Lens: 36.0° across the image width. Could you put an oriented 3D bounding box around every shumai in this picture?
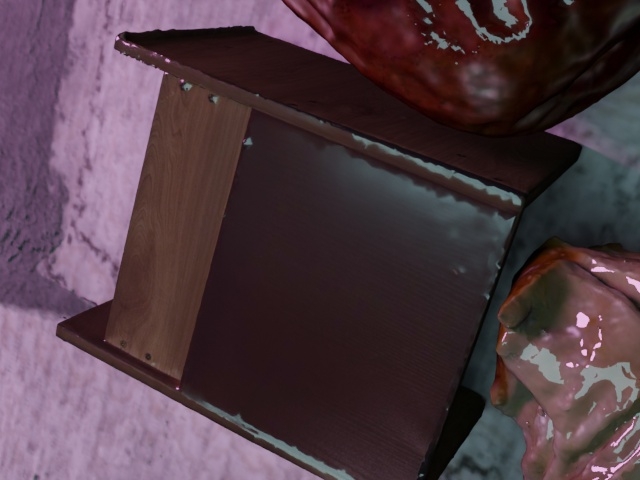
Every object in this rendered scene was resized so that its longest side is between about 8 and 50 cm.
[{"bbox_3d":[0.144,0.061,0.454,0.120,0.201,0.201,50,121,31],"label":"shumai"}]

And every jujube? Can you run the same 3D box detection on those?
[{"bbox_3d":[0.052,-0.168,0.444,0.183,0.183,0.243,-43,70,30],"label":"jujube"}]

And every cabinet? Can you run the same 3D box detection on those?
[{"bbox_3d":[0.000,0.000,0.535,0.215,0.148,0.174,23,112,18],"label":"cabinet"}]
